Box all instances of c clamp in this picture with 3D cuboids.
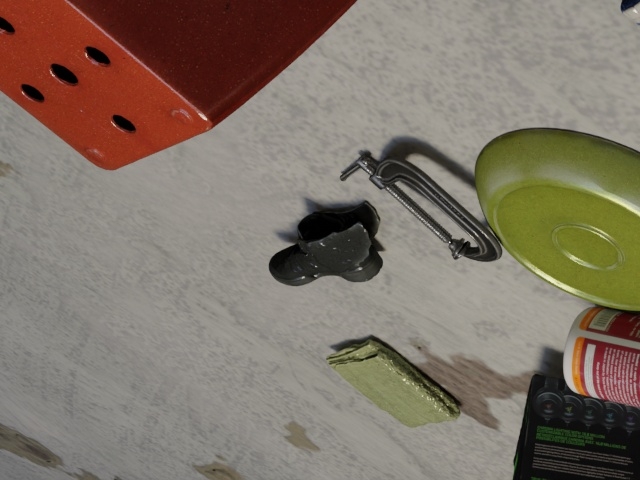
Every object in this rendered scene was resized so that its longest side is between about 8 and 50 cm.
[{"bbox_3d":[0.098,-0.031,1.558,0.161,0.022,0.137,40,162,-1],"label":"c clamp"}]

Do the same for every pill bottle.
[{"bbox_3d":[0.310,0.115,1.558,0.152,0.086,0.086,11,150,34],"label":"pill bottle"}]

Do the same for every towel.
[{"bbox_3d":[0.086,0.168,1.957,0.148,0.027,0.110,39,152,-19],"label":"towel"}]

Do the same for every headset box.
[{"bbox_3d":[0.260,0.303,1.752,0.131,0.283,0.246,8,153,6],"label":"headset box"}]

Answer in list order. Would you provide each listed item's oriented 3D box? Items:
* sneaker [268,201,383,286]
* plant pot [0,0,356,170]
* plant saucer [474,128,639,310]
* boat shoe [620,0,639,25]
[{"bbox_3d":[-0.001,0.002,1.714,0.170,0.051,0.089,-1,142,39],"label":"sneaker"},{"bbox_3d":[-0.133,-0.207,1.237,0.267,0.235,0.267,40,153,-21],"label":"plant pot"},{"bbox_3d":[0.238,-0.006,1.463,0.241,0.037,0.241,23,155,12],"label":"plant saucer"},{"bbox_3d":[0.270,-0.175,1.093,0.066,0.066,0.183,30,165,-13],"label":"boat shoe"}]
